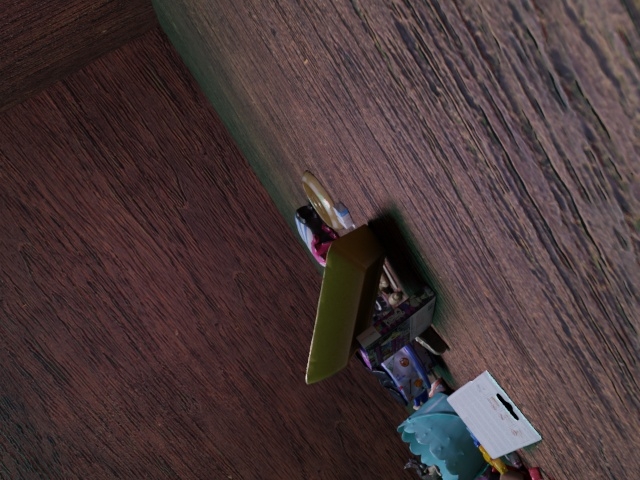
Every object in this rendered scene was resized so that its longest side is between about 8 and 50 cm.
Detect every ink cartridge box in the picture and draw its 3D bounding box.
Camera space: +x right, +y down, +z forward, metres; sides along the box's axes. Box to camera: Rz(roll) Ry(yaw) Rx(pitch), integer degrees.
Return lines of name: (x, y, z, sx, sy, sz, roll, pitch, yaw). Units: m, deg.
ink cartridge box: (0.071, -0.068, 1.405, 0.048, 0.028, 0.083, 48, 170, 49)
ink cartridge box: (0.422, 0.415, 1.136, 0.181, 0.056, 0.224, 53, 149, 23)

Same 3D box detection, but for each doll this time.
doll: (0.358, 0.499, 1.674, 0.046, 0.129, 0.189, 3, 101, 50)

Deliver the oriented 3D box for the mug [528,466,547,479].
mug: (0.561, 0.651, 1.138, 0.113, 0.150, 0.169, 0, 138, 36)

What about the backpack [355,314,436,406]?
backpack: (0.248, 0.383, 1.509, 0.276, 0.213, 0.263, 53, -177, -21)

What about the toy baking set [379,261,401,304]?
toy baking set: (0.182, 0.110, 1.443, 0.197, 0.030, 0.256, 56, 173, 8)

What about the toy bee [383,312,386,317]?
toy bee: (0.154, 0.311, 1.964, 0.195, 0.162, 0.298, 53, 175, 2)

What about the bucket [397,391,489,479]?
bucket: (0.407, 0.642, 1.511, 0.281, 0.183, 0.281, 43, 162, 18)

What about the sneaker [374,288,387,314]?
sneaker: (0.137, 0.135, 1.472, 0.094, 0.081, 0.208, -105, -9, -58)

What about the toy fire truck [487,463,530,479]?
toy fire truck: (0.546, 0.743, 1.330, 0.158, 0.217, 0.246, 9, 178, 22)

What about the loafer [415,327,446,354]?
loafer: (0.290, 0.266, 1.313, 0.148, 0.056, 0.050, 51, 165, 35)

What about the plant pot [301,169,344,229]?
plant pot: (0.001, -0.129, 1.593, 0.236, 0.032, 0.236, 55, 172, 12)

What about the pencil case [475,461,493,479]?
pencil case: (0.556, 0.861, 1.774, 0.160, 0.167, 0.386, 22, 167, 7)

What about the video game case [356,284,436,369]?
video game case: (0.191, 0.223, 1.167, 0.042, 0.210, 0.232, 50, 171, 27)

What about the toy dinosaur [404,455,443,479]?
toy dinosaur: (0.326, 0.713, 1.448, 0.118, 0.064, 0.268, 21, 150, 28)

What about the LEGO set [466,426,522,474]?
LEGO set: (0.473, 0.558, 1.262, 0.227, 0.087, 0.093, 58, 173, -20)

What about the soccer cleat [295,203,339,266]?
soccer cleat: (0.000, 0.000, 1.827, 0.143, 0.116, 0.331, 79, 165, -50)

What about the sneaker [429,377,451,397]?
sneaker: (0.420, 0.535, 1.632, 0.065, 0.061, 0.158, 43, 167, 35)

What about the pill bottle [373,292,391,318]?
pill bottle: (0.155, 0.262, 1.669, 0.103, 0.184, 0.103, 55, 173, 11)

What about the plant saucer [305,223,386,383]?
plant saucer: (0.079, 0.145, 1.141, 0.081, 0.332, 0.333, 13, -167, 17)
